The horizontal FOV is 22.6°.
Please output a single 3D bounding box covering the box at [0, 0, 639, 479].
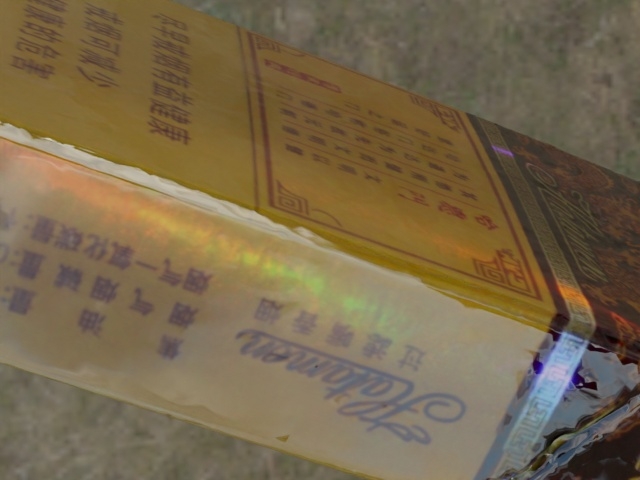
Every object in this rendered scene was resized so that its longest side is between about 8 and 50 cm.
[{"bbox_3d":[0.001,0.000,0.801,0.264,0.415,0.116,-104,36,-65],"label":"box"}]
